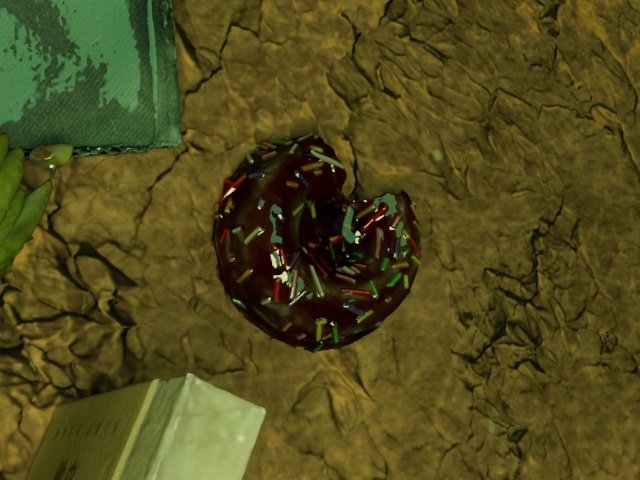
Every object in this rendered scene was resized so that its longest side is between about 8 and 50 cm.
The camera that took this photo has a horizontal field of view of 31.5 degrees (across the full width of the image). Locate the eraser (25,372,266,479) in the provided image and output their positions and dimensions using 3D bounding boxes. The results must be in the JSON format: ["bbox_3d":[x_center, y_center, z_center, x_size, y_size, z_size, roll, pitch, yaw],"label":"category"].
[{"bbox_3d":[-0.160,0.194,0.905,0.078,0.343,0.144,28,66,-19],"label":"eraser"}]

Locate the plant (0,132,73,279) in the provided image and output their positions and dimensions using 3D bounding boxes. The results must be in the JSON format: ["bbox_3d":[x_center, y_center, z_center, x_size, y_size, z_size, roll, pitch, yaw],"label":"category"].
[{"bbox_3d":[-0.300,0.033,0.878,0.251,0.180,0.333,30,32,-44],"label":"plant"}]

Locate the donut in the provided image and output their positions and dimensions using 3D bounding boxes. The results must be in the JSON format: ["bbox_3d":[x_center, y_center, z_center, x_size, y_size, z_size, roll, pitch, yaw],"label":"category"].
[{"bbox_3d":[0.001,0.001,1.177,0.230,0.096,0.216,48,62,-12],"label":"donut"}]

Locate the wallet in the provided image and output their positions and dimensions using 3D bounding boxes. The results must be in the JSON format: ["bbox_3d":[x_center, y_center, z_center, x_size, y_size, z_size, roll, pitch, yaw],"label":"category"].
[{"bbox_3d":[-0.302,-0.191,1.067,0.342,0.075,0.237,-6,89,-32],"label":"wallet"}]
